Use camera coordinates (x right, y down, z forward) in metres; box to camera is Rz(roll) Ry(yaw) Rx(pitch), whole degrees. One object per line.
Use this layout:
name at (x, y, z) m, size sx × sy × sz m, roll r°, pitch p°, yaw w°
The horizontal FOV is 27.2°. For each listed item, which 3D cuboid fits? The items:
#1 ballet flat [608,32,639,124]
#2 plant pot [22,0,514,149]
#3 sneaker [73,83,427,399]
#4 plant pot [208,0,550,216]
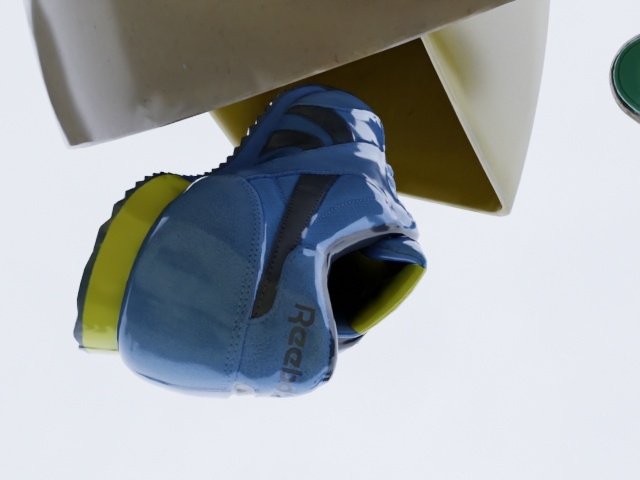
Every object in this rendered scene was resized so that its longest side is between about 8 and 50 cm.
ballet flat at (0.301, -0.089, 0.787) m, size 0.248 × 0.086 × 0.086 m, roll 6°, pitch -107°, yaw 31°
plant pot at (0.012, -0.169, 0.434) m, size 0.284 × 0.284 × 0.191 m, roll -21°, pitch -79°, yaw 2°
sneaker at (0.000, 0.000, 0.435) m, size 0.082 × 0.209 × 0.069 m, roll 17°, pitch -69°, yaw 11°
plant pot at (0.034, -0.165, 0.833) m, size 0.212 × 0.212 × 0.187 m, roll 13°, pitch -115°, yaw 31°
